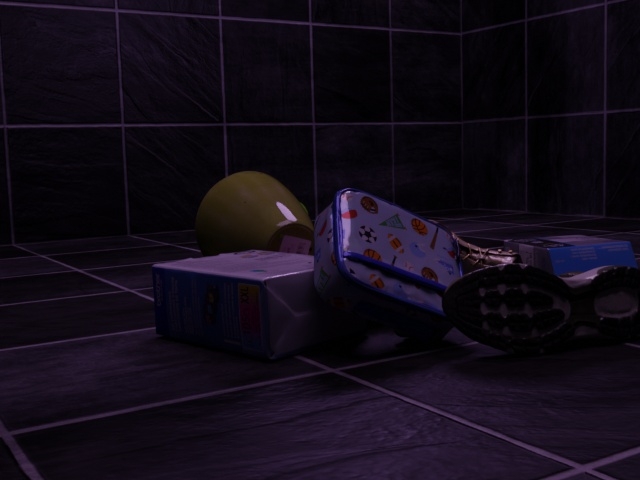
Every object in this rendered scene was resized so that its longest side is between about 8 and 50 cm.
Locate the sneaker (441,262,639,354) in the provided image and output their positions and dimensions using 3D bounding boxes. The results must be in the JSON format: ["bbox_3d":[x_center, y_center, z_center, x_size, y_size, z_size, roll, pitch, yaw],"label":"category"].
[{"bbox_3d":[0.386,0.124,1.456,0.410,0.158,0.182,3,-7,-21],"label":"sneaker"}]

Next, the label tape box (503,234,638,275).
[{"bbox_3d":[0.654,0.055,2.057,0.241,0.105,0.334,-4,6,-16],"label":"label tape box"}]

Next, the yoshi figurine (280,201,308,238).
[{"bbox_3d":[0.002,-0.028,2.250,0.362,0.203,0.203,9,17,-27],"label":"yoshi figurine"}]

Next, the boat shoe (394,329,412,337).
[{"bbox_3d":[0.176,0.162,1.510,0.125,0.038,0.046,-17,57,-48],"label":"boat shoe"}]

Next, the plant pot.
[{"bbox_3d":[-0.123,-0.009,1.934,0.275,0.274,0.293,-5,15,-26],"label":"plant pot"}]

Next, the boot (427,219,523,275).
[{"bbox_3d":[0.375,0.037,1.982,0.203,0.095,0.262,8,-26,42],"label":"boot"}]

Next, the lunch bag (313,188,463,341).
[{"bbox_3d":[0.134,0.051,1.453,0.303,0.243,0.115,20,-47,-23],"label":"lunch bag"}]

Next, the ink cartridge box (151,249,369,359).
[{"bbox_3d":[-0.140,0.108,1.569,0.395,0.151,0.270,7,10,44],"label":"ink cartridge box"}]
